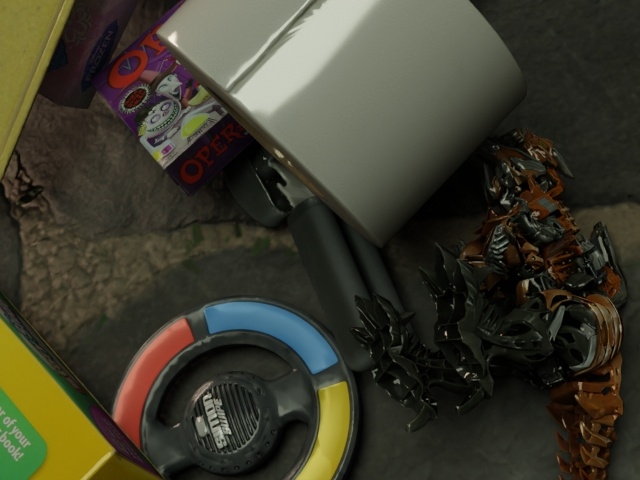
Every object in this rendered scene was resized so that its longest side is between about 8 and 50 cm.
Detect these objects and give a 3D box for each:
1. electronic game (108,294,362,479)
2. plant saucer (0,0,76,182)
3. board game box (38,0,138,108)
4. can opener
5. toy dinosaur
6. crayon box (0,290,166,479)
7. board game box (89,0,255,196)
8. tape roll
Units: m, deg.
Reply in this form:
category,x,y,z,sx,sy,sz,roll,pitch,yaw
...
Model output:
category,x,y,z,sx,sy,sz,roll,pitch,yaw
electronic game,-0.076,0.155,1.166,0.229,0.048,0.229,-7,67,16
plant saucer,-0.362,-0.258,1.293,0.333,0.081,0.332,28,102,15
board game box,-0.301,-0.342,1.347,0.319,0.066,0.318,30,101,15
can opener,0.000,0.000,1.205,0.093,0.074,0.280,-49,54,33
toy dinosaur,0.165,0.064,1.065,0.218,0.164,0.322,-3,50,-29
crayon box,-0.359,0.199,1.190,0.313,0.106,0.363,-46,55,-5
board game box,-0.042,-0.210,1.272,0.347,0.056,0.208,-42,36,-2
tape roll,0.015,-0.135,1.066,0.169,0.246,0.246,-47,62,0
